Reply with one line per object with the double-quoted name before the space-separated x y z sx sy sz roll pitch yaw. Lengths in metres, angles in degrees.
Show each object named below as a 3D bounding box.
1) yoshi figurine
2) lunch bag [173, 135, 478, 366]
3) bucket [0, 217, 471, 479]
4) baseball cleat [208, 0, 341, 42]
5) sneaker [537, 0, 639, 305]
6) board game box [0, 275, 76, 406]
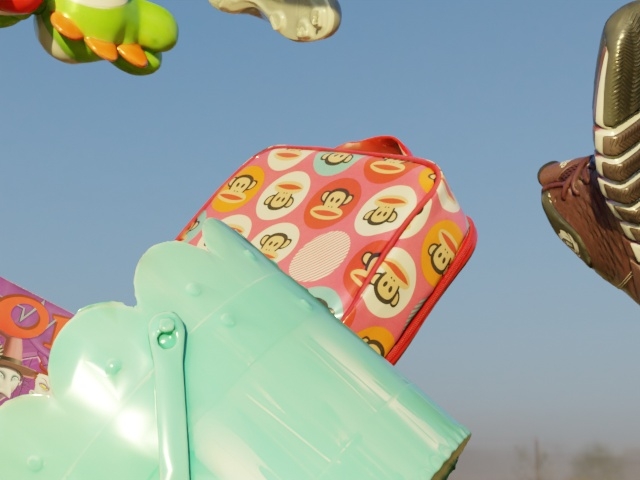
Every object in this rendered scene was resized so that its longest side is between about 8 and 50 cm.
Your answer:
"yoshi figurine" -0.320 -0.294 1.371 0.362 0.203 0.203 25 -25 -34
"lunch bag" 0.000 0.000 1.278 0.293 0.258 0.120 13 -31 47
"bucket" -0.059 0.147 0.718 0.183 0.281 0.281 37 -7 14
"baseball cleat" -0.027 -0.246 1.285 0.109 0.072 0.206 -10 28 -39
"sneaker" 0.223 -0.065 1.027 0.106 0.281 0.162 -28 32 -21
"board game box" -0.155 0.179 1.056 0.347 0.208 0.056 27 -58 -5
